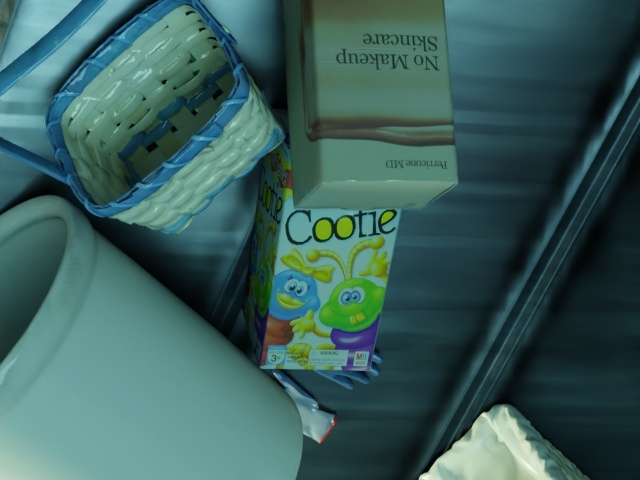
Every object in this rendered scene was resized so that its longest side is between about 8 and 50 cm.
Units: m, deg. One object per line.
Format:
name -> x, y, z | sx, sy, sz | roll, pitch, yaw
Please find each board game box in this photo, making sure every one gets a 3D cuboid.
board game box -> 0.000, 0.000, 1.472 | 0.142, 0.144, 0.275 | 3, 116, -15

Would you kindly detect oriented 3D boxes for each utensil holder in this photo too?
utensil holder -> -0.256, 0.192, 1.409 | 0.327, 0.327, 0.385 | -41, 121, 9

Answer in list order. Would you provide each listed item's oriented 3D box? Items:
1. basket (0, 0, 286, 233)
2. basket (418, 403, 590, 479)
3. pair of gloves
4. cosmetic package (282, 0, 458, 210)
basket -> -0.195, -0.144, 1.298 | 0.255, 0.201, 0.289 | -38, 150, 7
basket -> 0.271, 0.468, 1.683 | 0.266, 0.328, 0.331 | 37, 103, -31
pair of gloves -> -0.015, 0.180, 1.633 | 0.159, 0.023, 0.198 | 27, 108, -26
cosmetic package -> 0.047, -0.188, 1.308 | 0.153, 0.129, 0.296 | -2, 80, -15
